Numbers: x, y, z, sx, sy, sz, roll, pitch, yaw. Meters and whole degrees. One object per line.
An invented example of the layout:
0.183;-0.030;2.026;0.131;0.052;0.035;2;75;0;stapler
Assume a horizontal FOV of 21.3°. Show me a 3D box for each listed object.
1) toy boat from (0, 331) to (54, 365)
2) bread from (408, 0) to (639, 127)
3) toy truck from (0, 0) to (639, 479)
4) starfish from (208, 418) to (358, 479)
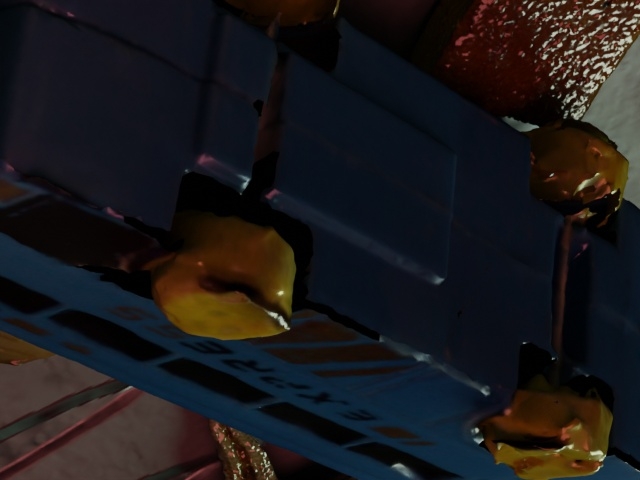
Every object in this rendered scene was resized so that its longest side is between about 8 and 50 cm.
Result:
-0.182;-0.011;0.719;0.226;0.068;0.088;27;112;-36;toy boat
0.098;-0.099;0.761;0.090;0.035;0.094;13;125;-29;bread
0.000;0.000;0.720;0.385;0.161;0.162;26;149;-36;toy truck
-0.022;0.161;0.947;0.223;0.050;0.217;-24;130;-14;starfish
